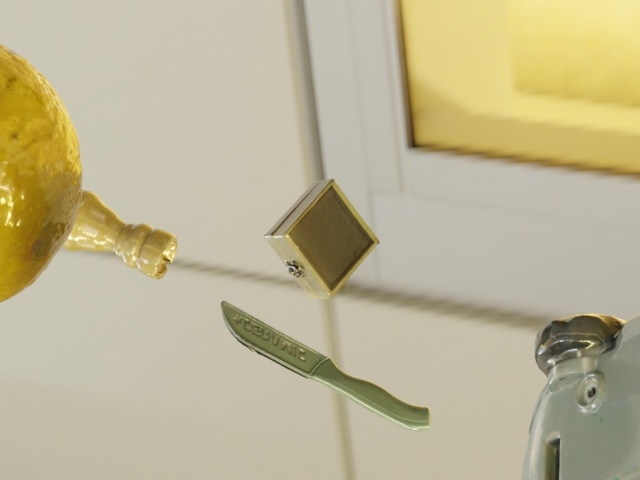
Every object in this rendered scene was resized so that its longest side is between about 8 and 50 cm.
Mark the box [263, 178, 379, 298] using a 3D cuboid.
[{"bbox_3d":[0.000,0.000,1.778,0.035,0.079,0.083,-5,-142,54],"label":"box"}]

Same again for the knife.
[{"bbox_3d":[0.002,0.112,1.690,0.210,0.028,0.015,27,168,1],"label":"knife"}]

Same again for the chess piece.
[{"bbox_3d":[-0.203,-0.006,1.924,0.122,0.066,0.066,22,-147,9],"label":"chess piece"}]

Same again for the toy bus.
[{"bbox_3d":[0.258,0.145,1.147,0.287,0.232,0.194,-29,-137,46],"label":"toy bus"}]

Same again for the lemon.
[{"bbox_3d":[-0.270,-0.049,1.429,0.188,0.257,0.188,6,-132,-7],"label":"lemon"}]
